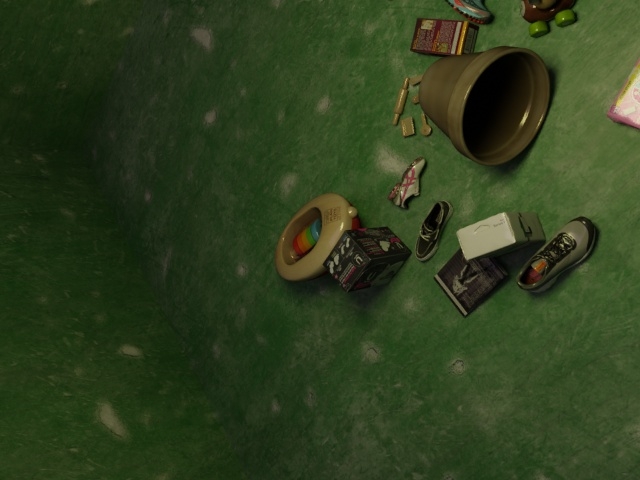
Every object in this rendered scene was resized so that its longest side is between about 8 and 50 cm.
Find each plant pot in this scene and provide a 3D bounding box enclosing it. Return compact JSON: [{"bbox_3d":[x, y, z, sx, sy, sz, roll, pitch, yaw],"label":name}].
[{"bbox_3d":[0.442,-0.413,1.689,0.280,0.323,0.323,43,121,51],"label":"plant pot"}]

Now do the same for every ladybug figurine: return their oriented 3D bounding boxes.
[{"bbox_3d":[0.000,0.000,2.141,0.449,0.161,0.305,-32,48,46],"label":"ladybug figurine"}]

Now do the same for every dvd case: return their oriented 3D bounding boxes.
[{"bbox_3d":[0.466,0.113,1.837,0.165,0.018,0.221,55,134,25],"label":"dvd case"}]

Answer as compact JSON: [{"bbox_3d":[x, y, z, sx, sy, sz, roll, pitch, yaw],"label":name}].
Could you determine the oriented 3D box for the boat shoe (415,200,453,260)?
[{"bbox_3d":[0.356,-0.032,1.913,0.077,0.070,0.220,35,115,35],"label":"boat shoe"}]

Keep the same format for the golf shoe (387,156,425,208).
[{"bbox_3d":[0.306,-0.194,1.962,0.086,0.067,0.186,35,117,6],"label":"golf shoe"}]

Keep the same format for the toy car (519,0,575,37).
[{"bbox_3d":[0.590,-0.664,1.586,0.148,0.188,0.155,-13,84,41],"label":"toy car"}]

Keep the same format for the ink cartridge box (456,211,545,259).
[{"bbox_3d":[0.516,-0.013,1.670,0.160,0.219,0.093,-26,75,40],"label":"ink cartridge box"}]

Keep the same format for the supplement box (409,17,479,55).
[{"bbox_3d":[0.388,-0.635,1.841,0.188,0.080,0.104,22,107,39],"label":"supplement box"}]

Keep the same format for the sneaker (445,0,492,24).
[{"bbox_3d":[0.438,-0.765,1.775,0.125,0.104,0.262,-51,61,29],"label":"sneaker"}]

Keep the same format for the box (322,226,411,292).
[{"bbox_3d":[0.160,0.063,1.975,0.142,0.247,0.163,49,123,27],"label":"box"}]

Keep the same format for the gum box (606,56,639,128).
[{"bbox_3d":[0.825,-0.371,1.477,0.107,0.062,0.189,38,116,34],"label":"gum box"}]

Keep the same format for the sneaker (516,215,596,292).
[{"bbox_3d":[0.654,0.047,1.628,0.100,0.108,0.272,51,122,29],"label":"sneaker"}]

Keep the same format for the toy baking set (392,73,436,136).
[{"bbox_3d":[0.337,-0.463,1.936,0.196,0.030,0.256,21,107,36],"label":"toy baking set"}]
